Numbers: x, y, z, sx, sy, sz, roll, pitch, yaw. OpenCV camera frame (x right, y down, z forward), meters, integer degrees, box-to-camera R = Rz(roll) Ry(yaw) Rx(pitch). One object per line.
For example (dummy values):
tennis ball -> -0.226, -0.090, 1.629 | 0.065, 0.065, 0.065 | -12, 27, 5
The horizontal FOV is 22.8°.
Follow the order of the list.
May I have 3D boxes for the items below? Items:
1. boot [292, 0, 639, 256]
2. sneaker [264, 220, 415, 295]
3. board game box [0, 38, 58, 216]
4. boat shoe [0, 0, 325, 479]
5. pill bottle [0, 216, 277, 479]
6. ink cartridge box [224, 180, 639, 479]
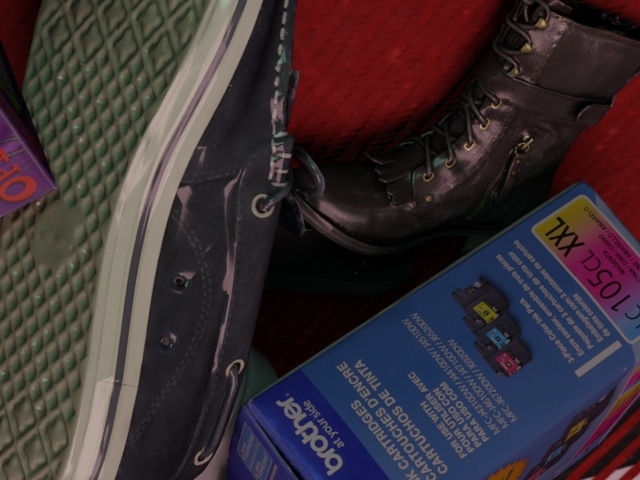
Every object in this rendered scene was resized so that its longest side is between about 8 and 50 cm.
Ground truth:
boot -> 0.115, -0.099, 1.207 | 0.263, 0.091, 0.229 | 3, 130, -34
sneaker -> 0.000, -0.002, 1.274 | 0.170, 0.051, 0.089 | -1, 136, -12
board game box -> -0.257, -0.185, 0.877 | 0.056, 0.208, 0.347 | -30, 144, -3
boat shoe -> -0.094, -0.057, 1.033 | 0.156, 0.187, 0.500 | 8, 98, -45
pill bottle -> -0.169, 0.080, 1.218 | 0.160, 0.160, 0.283 | -36, 131, 15
ink cartridge box -> 0.070, 0.160, 1.228 | 0.395, 0.151, 0.270 | -30, 160, -23
